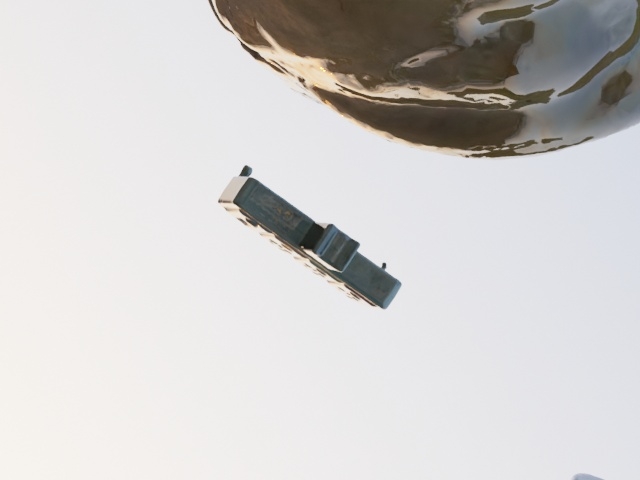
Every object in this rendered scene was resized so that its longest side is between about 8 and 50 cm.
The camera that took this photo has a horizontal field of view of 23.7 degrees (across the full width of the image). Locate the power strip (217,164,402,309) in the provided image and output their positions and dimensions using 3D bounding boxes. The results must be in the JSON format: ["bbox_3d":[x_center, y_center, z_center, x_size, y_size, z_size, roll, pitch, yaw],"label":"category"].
[{"bbox_3d":[0.000,0.000,1.667,0.216,0.061,0.145,34,-6,-17],"label":"power strip"}]

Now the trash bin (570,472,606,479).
[{"bbox_3d":[0.210,0.365,1.201,0.252,0.203,0.301,35,-83,33],"label":"trash bin"}]

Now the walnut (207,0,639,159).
[{"bbox_3d":[0.097,-0.221,0.873,0.381,0.381,0.381,32,-51,49],"label":"walnut"}]
